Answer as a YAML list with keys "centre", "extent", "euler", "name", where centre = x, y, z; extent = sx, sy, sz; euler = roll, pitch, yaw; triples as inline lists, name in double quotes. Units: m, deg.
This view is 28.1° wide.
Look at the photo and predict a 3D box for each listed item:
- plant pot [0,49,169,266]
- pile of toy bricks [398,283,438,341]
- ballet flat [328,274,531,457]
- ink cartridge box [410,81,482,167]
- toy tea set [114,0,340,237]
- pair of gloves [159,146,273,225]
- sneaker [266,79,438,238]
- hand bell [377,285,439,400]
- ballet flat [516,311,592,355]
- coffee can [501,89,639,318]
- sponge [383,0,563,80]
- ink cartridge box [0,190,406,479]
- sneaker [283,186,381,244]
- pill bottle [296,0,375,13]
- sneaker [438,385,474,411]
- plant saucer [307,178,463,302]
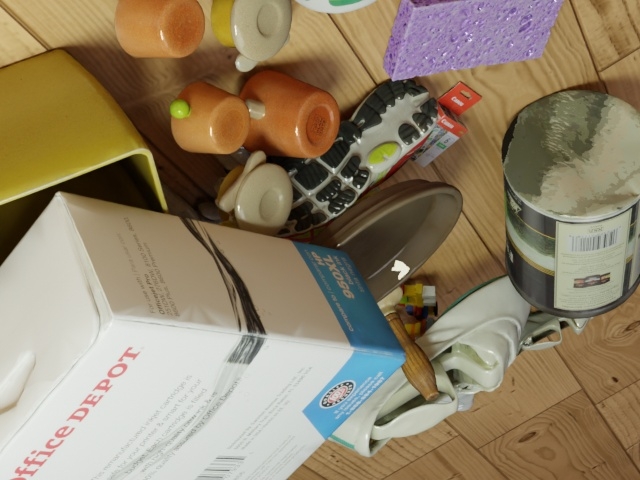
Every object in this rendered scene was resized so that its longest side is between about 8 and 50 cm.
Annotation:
- centre: [-0.280, -0.060, 1.273]
  extent: [0.212, 0.187, 0.212]
  euler: [-22, 148, -9]
  name: "plant pot"
- centre: [0.126, 0.145, 1.972]
  extent: [0.105, 0.118, 0.212]
  euler: [2, 157, 8]
  name: "pile of toy bricks"
- centre: [0.178, 0.188, 1.818]
  extent: [0.400, 0.139, 0.139]
  euler: [-29, 151, -22]
  name: "ballet flat"
- centre: [0.152, -0.146, 1.619]
  extent: [0.115, 0.029, 0.063]
  euler: [-39, 146, 20]
  name: "ink cartridge box"
- centre: [-0.107, -0.164, 1.328]
  extent: [0.200, 0.124, 0.336]
  euler: [-51, 137, -26]
  name: "toy tea set"
- centre: [-0.123, -0.043, 1.554]
  extent: [0.240, 0.042, 0.204]
  euler: [-27, 149, 1]
  name: "pair of gloves"
- centre: [0.030, -0.077, 1.527]
  extent: [0.279, 0.107, 0.118]
  euler: [-33, 162, -16]
  name: "sneaker"
- centre: [0.101, 0.118, 1.765]
  extent: [0.126, 0.242, 0.126]
  euler: [-19, 149, -12]
  name: "hand bell"
- centre: [0.414, 0.142, 2.198]
  extent: [0.213, 0.068, 0.072]
  euler: [-22, 149, -8]
  name: "ballet flat"
- centre: [0.351, -0.044, 1.750]
  extent: [0.201, 0.202, 0.275]
  euler: [-24, 148, -5]
  name: "coffee can"
- centre: [0.180, -0.249, 1.485]
  extent: [0.210, 0.031, 0.117]
  euler: [-13, 146, -23]
  name: "sponge"
- centre: [-0.156, 0.129, 1.297]
  extent: [0.394, 0.166, 0.285]
  euler: [13, 129, -46]
  name: "ink cartridge box"
- centre: [0.000, 0.000, 1.616]
  extent: [0.208, 0.094, 0.081]
  euler: [-30, 174, -5]
  name: "sneaker"
- centre: [0.010, -0.319, 1.175]
  extent: [0.117, 0.118, 0.208]
  euler: [-22, 148, -8]
  name: "pill bottle"
- centre: [0.209, 0.277, 2.272]
  extent: [0.152, 0.054, 0.061]
  euler: [-12, 131, -27]
  name: "sneaker"
- centre: [0.053, 0.019, 1.550]
  extent: [0.277, 0.041, 0.278]
  euler: [-34, 160, -14]
  name: "plant saucer"
